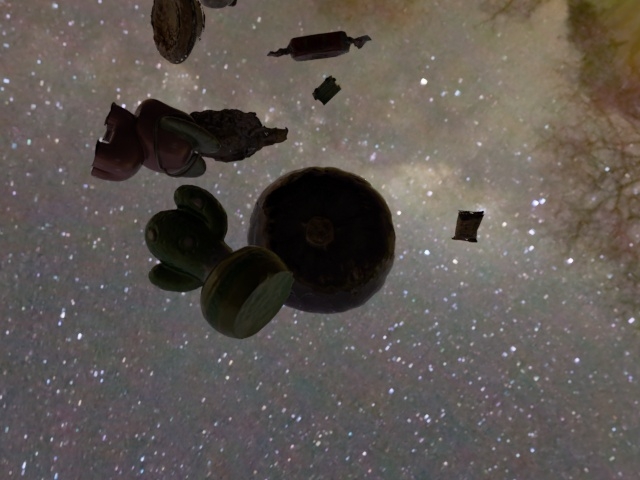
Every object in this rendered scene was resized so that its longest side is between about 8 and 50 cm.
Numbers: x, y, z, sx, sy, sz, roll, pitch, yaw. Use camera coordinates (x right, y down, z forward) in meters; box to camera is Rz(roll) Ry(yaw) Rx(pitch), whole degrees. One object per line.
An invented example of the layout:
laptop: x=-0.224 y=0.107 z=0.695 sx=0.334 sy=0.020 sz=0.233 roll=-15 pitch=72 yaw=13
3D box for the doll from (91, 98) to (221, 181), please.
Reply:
doll: x=-0.396 y=-0.224 z=1.466 sx=0.269 sy=0.284 sz=0.216 roll=17 pitch=-110 yaw=-17

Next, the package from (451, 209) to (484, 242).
package: x=0.525 y=-0.050 z=2.130 sx=0.108 sy=0.120 sz=0.031 roll=1 pitch=-157 yaw=-20

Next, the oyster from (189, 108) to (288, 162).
oyster: x=-0.270 y=-0.278 z=1.646 sx=0.355 sy=0.201 sz=0.107 roll=2 pitch=-106 yaw=17

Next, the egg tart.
egg tart: x=-0.388 y=-0.604 z=1.647 sx=0.094 sy=0.234 sz=0.234 roll=-11 pitch=-127 yaw=-38

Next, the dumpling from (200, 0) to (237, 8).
dumpling: x=-0.375 y=-0.892 z=2.128 sx=0.177 sy=0.092 sz=0.150 roll=-16 pitch=-103 yaw=-23

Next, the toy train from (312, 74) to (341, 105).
toy train: x=0.020 y=-0.472 z=1.886 sx=0.056 sy=0.093 sz=0.038 roll=39 pitch=-159 yaw=-29

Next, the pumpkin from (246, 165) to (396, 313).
pumpkin: x=0.000 y=0.000 z=1.770 sx=0.454 sy=0.454 sz=0.344 roll=37 pitch=175 yaw=10

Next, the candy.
candy: x=-0.005 y=-0.537 z=1.655 sx=0.292 sy=0.059 sz=0.086 roll=-9 pitch=-178 yaw=0

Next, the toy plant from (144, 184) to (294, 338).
toy plant: x=-0.223 y=0.043 z=1.194 sx=0.316 sy=0.224 sz=0.184 roll=38 pitch=-169 yaw=23
